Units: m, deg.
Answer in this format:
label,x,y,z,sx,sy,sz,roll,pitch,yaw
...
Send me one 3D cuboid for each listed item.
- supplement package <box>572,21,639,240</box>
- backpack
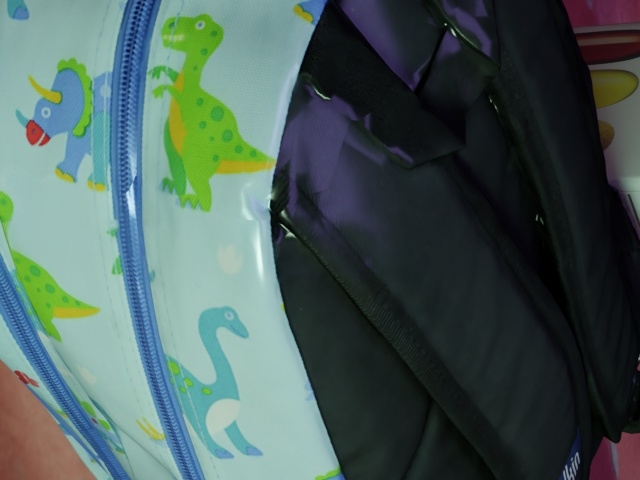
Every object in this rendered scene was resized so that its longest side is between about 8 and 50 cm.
label,x,y,z,sx,sy,sz,roll,pitch,yaw
supplement package,0.135,-0.032,0.838,0.134,0.244,0.139,60,46,-35
backpack,0.000,0.000,0.572,0.290,0.273,0.355,-60,160,-23
